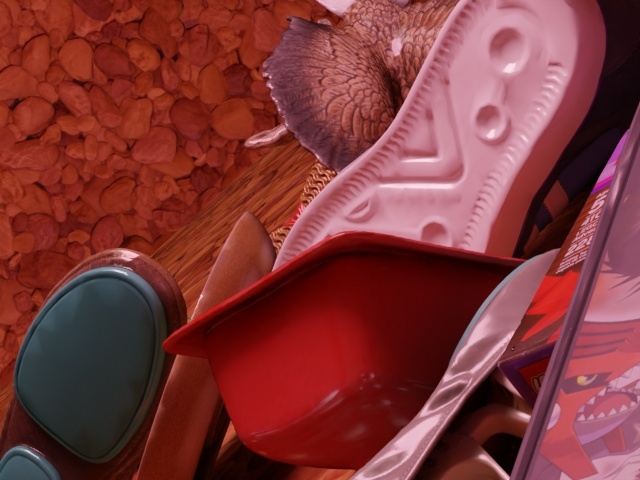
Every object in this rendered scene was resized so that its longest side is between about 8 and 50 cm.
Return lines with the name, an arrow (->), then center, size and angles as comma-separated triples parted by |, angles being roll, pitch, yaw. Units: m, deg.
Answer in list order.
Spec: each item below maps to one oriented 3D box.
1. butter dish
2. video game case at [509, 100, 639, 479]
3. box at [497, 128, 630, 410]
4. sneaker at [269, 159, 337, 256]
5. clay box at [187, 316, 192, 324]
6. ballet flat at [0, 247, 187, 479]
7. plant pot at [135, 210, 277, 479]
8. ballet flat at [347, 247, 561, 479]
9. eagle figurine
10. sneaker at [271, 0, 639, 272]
butter dish -> 0.026, 0.074, 0.661 | 0.160, 0.118, 0.160 | 11, -29, -39
video game case -> 0.170, -0.001, 0.370 | 0.248, 0.035, 0.275 | -21, 36, 50
box -> 0.222, -0.037, 0.512 | 0.293, 0.057, 0.201 | -29, 14, 41
sneaker -> 0.000, 0.000, 1.279 | 0.185, 0.069, 0.084 | -54, -32, 7
clay box -> -0.146, 0.135, 1.228 | 0.222, 0.053, 0.127 | -46, 11, -26
ballet flat -> -0.156, 0.130, 0.929 | 0.124, 0.116, 0.342 | -27, -33, -56
plant pot -> -0.073, 0.097, 0.879 | 0.236, 0.032, 0.236 | 20, -90, -87
ballet flat -> 0.073, 0.089, 0.575 | 0.068, 0.072, 0.213 | 17, 54, 46
eagle figurine -> 0.070, -0.133, 1.125 | 0.226, 0.225, 0.298 | -58, 9, -3
sneaker -> 0.119, -0.037, 0.853 | 0.236, 0.130, 0.323 | -14, -39, -54
